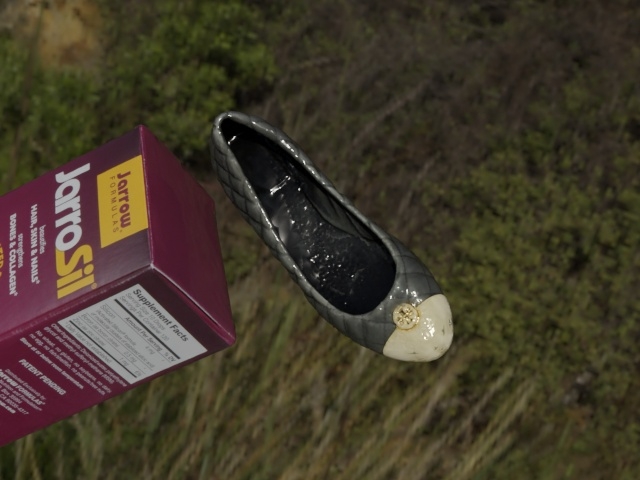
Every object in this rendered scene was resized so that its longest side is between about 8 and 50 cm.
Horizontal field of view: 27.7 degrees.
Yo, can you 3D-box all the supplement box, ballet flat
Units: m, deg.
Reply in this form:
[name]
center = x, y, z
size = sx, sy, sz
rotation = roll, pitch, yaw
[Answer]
[supplement box]
center = -0.149, 0.033, 0.697
size = 0.081, 0.188, 0.104
rotation = 49, 21, -45
[ballet flat]
center = 0.000, 0.000, 0.668
size = 0.173, 0.057, 0.049
rotation = 44, 1, 18
